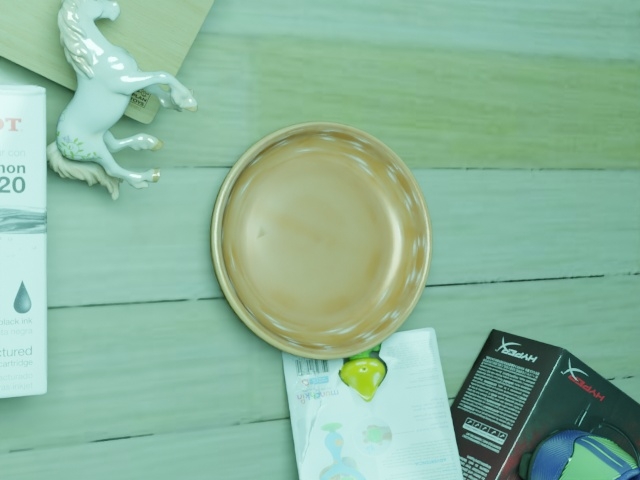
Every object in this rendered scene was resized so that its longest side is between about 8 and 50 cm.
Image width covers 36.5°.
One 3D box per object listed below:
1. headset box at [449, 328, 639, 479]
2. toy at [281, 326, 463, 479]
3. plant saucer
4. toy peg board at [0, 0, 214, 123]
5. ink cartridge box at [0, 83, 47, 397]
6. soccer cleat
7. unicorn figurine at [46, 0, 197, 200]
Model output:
[{"bbox_3d":[0.196,0.266,0.911,0.218,0.110,0.293,36,79,-25],"label":"headset box"},{"bbox_3d":[0.050,0.202,0.829,0.137,0.056,0.237,-8,75,-3],"label":"toy"},{"bbox_3d":[0.000,0.000,0.821,0.200,0.037,0.200,1,86,-22],"label":"plant saucer"},{"bbox_3d":[-0.169,-0.198,0.723,0.161,0.079,0.161,25,99,-25],"label":"toy peg board"},{"bbox_3d":[-0.273,-0.001,0.668,0.158,0.092,0.218,-2,93,-26],"label":"ink cartridge box"},{"bbox_3d":[0.243,0.297,0.805,0.093,0.121,0.289,-22,104,-24],"label":"soccer cleat"},{"bbox_3d":[-0.147,-0.106,0.684,0.111,0.060,0.162,21,103,-25],"label":"unicorn figurine"}]
